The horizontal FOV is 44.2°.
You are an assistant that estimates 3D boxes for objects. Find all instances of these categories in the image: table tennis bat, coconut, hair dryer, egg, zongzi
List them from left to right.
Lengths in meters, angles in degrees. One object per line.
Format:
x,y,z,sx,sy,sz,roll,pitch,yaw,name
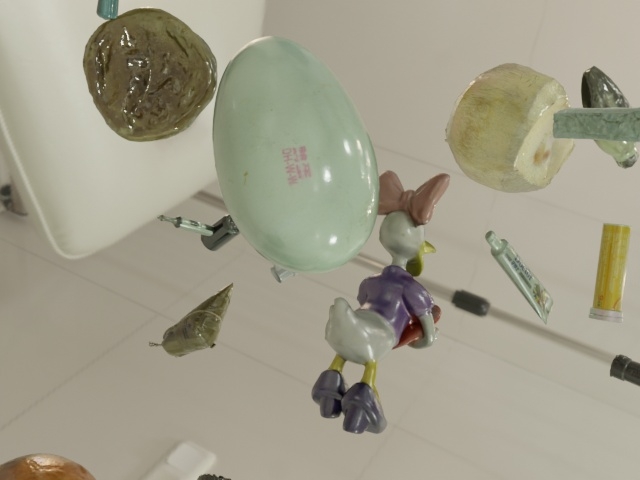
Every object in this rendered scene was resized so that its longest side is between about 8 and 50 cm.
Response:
-0.345,-0.469,1.312,0.033,0.124,0.201,2,102,-38,table tennis bat
-0.291,0.184,1.840,0.081,0.189,0.178,46,45,-25,zongzi
-0.284,-0.033,1.810,0.198,0.100,0.057,14,54,-38,hair dryer
-0.042,-0.128,1.146,0.230,0.230,0.370,32,38,-68,egg
0.431,-0.264,1.841,0.297,0.255,0.297,-25,133,-31,coconut

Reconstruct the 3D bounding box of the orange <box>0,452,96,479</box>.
-0.397,0.397,1.049,0.240,0.240,0.171,-52,125,-36,orange

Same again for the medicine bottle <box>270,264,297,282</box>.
0.000,0.000,1.523,0.221,0.061,0.092,-35,148,-20,medicine bottle

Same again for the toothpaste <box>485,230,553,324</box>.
0.394,0.068,1.554,0.255,0.037,0.067,47,50,-29,toothpaste

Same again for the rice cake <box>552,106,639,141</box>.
0.358,-0.130,0.877,0.045,0.245,0.042,-13,102,-24,rice cake

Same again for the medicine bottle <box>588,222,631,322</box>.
0.650,0.072,1.764,0.074,0.074,0.218,7,90,-68,medicine bottle

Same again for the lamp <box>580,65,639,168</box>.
0.623,-0.263,1.701,0.250,0.101,0.101,55,50,-22,lamp

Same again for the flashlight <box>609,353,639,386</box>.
0.874,0.368,2.057,0.093,0.232,0.092,-21,119,-44,flashlight

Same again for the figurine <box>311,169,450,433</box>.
0.094,0.093,1.243,0.193,0.154,0.420,42,67,-41,figurine

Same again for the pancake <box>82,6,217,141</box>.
-0.361,-0.358,1.666,0.049,0.295,0.294,111,3,-84,pancake

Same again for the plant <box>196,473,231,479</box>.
-0.233,0.558,1.632,0.094,0.092,0.143,-27,-136,52,plant
